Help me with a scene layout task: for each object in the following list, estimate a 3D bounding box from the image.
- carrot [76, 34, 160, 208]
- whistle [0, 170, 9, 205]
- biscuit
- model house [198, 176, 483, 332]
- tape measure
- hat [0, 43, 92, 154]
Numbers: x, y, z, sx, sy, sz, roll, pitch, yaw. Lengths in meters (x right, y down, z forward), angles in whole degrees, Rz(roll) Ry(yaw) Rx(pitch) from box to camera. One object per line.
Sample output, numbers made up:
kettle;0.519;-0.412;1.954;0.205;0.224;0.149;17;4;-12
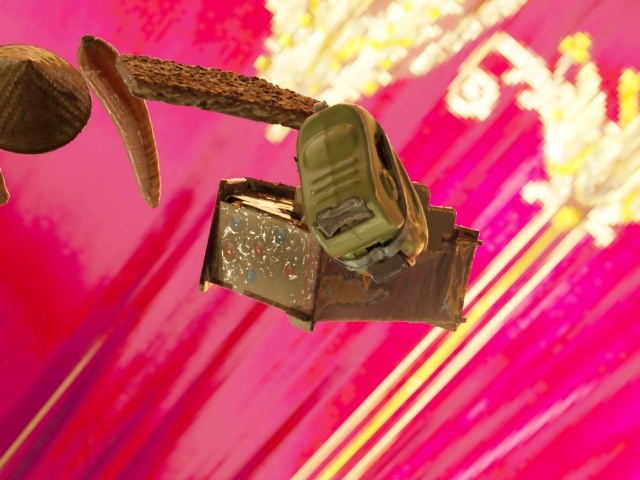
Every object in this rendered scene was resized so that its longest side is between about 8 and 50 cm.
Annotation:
carrot;-0.262;-0.161;2.140;0.271;0.066;0.062;64;178;-25
whistle;-0.463;-0.146;2.076;0.057;0.107;0.220;-45;-51;-45
biscuit;-0.081;-0.145;1.547;0.237;0.026;0.131;9;-162;-17
model house;0.000;0.000;1.773;0.244;0.169;0.326;13;-174;38
tape measure;0.035;-0.040;1.382;0.154;0.087;0.177;51;-159;-39
hat;-0.307;-0.168;1.632;0.146;0.067;0.146;8;-124;-12
